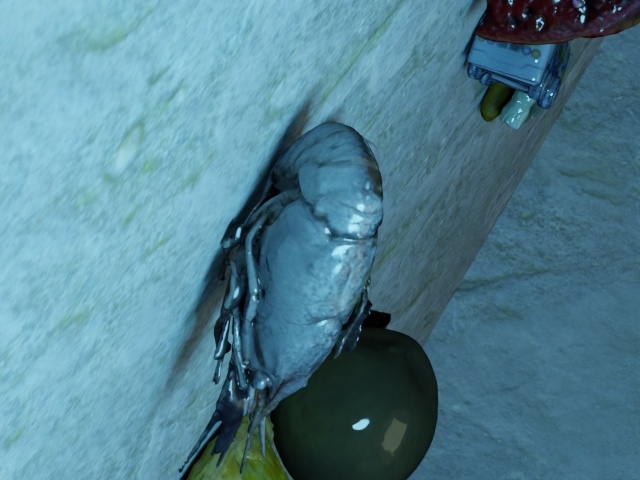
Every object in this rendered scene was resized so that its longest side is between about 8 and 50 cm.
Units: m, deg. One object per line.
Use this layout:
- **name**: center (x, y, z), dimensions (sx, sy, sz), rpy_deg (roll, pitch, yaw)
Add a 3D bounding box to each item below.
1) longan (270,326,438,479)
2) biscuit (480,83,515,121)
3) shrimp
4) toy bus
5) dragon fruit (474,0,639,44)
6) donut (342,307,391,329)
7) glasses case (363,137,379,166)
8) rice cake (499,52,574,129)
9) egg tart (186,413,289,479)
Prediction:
- **longan**: center (0.045, 0.220, 2.071), dimensions (0.246, 0.215, 0.246), rpy_deg (-164, -90, -81)
- **biscuit**: center (0.304, -0.276, 2.447), dimensions (0.174, 0.039, 0.183), rpy_deg (-46, 164, -51)
- **shrimp**: center (-0.039, 0.056, 1.414), dimensions (0.116, 0.145, 0.343), rpy_deg (0, 118, -50)
- **toy bus**: center (0.271, -0.256, 2.151), dimensions (0.330, 0.109, 0.136), rpy_deg (-5, 116, -79)
- **dragon fruit**: center (0.329, -0.405, 1.870), dimensions (0.330, 0.302, 0.240), rpy_deg (-72, 148, -42)
- **donut**: center (0.047, 0.150, 2.337), dimensions (0.140, 0.059, 0.140), rpy_deg (-58, 171, -15)
- **glasses case**: center (0.000, 0.000, 1.589), dimensions (0.113, 0.075, 0.297), rpy_deg (-56, 171, -28)
- **rice cake**: center (0.320, -0.227, 2.431), dimensions (0.127, 0.043, 0.237), rpy_deg (-61, 170, 14)
- **egg tart**: center (-0.109, 0.346, 1.922), dimensions (0.319, 0.128, 0.319), rpy_deg (-59, 170, -17)
